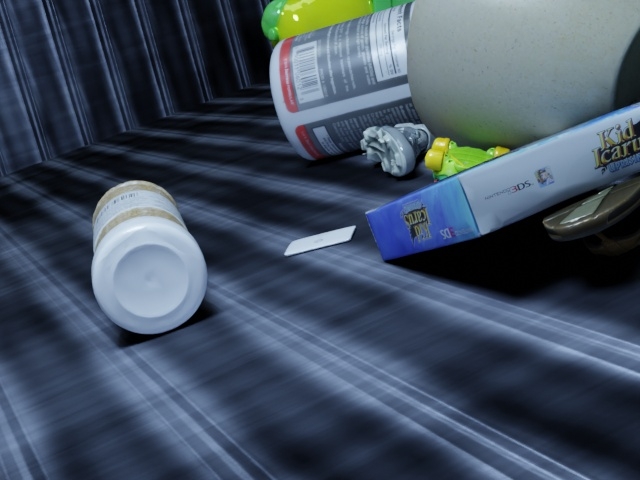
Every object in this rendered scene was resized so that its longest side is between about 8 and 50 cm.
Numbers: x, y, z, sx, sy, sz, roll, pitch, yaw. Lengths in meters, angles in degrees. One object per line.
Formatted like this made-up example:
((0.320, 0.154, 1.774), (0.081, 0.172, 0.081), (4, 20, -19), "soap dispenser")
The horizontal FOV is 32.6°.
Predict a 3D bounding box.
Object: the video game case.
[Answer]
((0.197, -0.059, 1.070), (0.244, 0.061, 0.269), (-23, 1, -16), "video game case")

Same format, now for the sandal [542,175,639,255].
((0.259, -0.017, 0.977), (0.090, 0.060, 0.219), (-22, -3, 20), "sandal")

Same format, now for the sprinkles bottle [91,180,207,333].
((-0.211, 0.009, 1.307), (0.121, 0.121, 0.355), (-20, 14, -7), "sprinkles bottle")

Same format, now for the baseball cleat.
((0.123, -0.142, 1.578), (0.109, 0.072, 0.206), (-13, 17, -9), "baseball cleat")

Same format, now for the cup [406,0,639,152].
((0.301, -0.228, 1.285), (0.331, 0.331, 0.237), (-26, 38, -31), "cup")

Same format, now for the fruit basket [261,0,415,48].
((0.068, -0.405, 2.033), (0.392, 0.392, 0.283), (-18, 14, -1), "fruit basket")

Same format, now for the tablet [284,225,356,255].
((0.000, 0.000, 1.319), (0.083, 0.006, 0.054), (-15, 15, 14), "tablet")

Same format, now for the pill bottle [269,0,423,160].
((0.119, -0.267, 1.774), (0.362, 0.210, 0.210), (-12, 15, 19), "pill bottle")

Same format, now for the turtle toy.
((0.165, -0.070, 1.256), (0.095, 0.066, 0.130), (11, 24, 12), "turtle toy")
